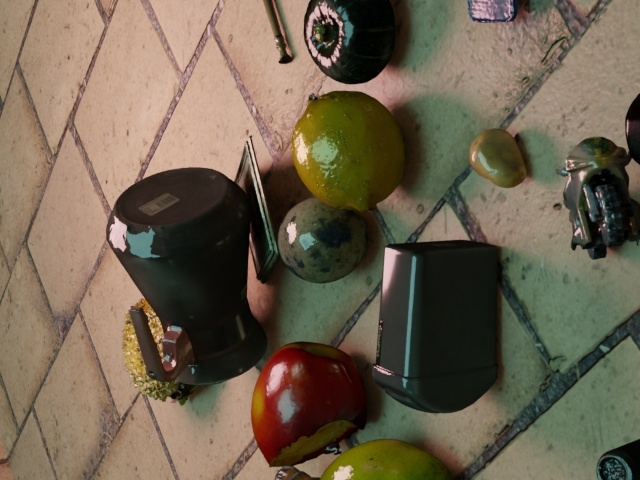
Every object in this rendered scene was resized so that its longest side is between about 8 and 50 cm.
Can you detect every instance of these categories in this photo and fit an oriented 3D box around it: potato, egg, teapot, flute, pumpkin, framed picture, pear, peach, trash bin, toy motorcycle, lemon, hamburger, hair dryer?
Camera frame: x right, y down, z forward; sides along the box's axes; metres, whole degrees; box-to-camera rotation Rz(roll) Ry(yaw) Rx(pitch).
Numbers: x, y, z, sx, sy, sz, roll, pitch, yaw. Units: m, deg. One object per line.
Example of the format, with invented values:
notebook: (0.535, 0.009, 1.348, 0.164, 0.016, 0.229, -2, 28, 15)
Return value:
potato: (0.241, -0.109, 1.600, 0.068, 0.062, 0.083, -44, 54, 15)
egg: (0.000, 0.000, 1.917, 0.181, 0.141, 0.141, -18, 81, 65)
teapot: (-0.232, 0.078, 2.088, 0.253, 0.300, 0.344, 7, 126, 30)
flute: (-0.092, -0.416, 2.067, 0.027, 0.027, 0.233, -35, 68, 53)
pumpkin: (0.043, -0.322, 1.798, 0.167, 0.125, 0.167, 178, 90, -75)
framed picture: (-0.116, -0.046, 2.090, 0.274, 0.017, 0.217, 120, 136, -74)
pear: (0.105, 0.398, 1.811, 0.219, 0.187, 0.188, -8, 89, 33)
peach: (-0.021, 0.285, 1.957, 0.196, 0.190, 0.226, 12, 103, 8)
trash bin: (0.164, 0.122, 1.661, 0.101, 0.176, 0.236, 14, 105, 56)
toy motorcycle: (0.330, -0.049, 1.401, 0.229, 0.094, 0.130, 42, -145, -81)
lemon: (0.044, -0.133, 1.790, 0.173, 0.173, 0.206, -43, 57, 51)
hamburger: (-0.320, 0.220, 2.428, 0.262, 0.138, 0.243, -50, 55, 49)
hair dryer: (0.430, 0.262, 1.384, 0.197, 0.100, 0.057, -12, 86, 41)

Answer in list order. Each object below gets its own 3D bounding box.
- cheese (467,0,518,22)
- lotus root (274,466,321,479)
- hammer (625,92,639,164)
cheese: (0.222, -0.431, 1.557, 0.189, 0.074, 0.286, 13, 110, 55)
lotus root: (0.030, 0.493, 1.973, 0.158, 0.140, 0.322, 82, 162, -47)
hammer: (0.451, 0.027, 1.296, 0.242, 0.095, 0.409, 10, 107, 55)
